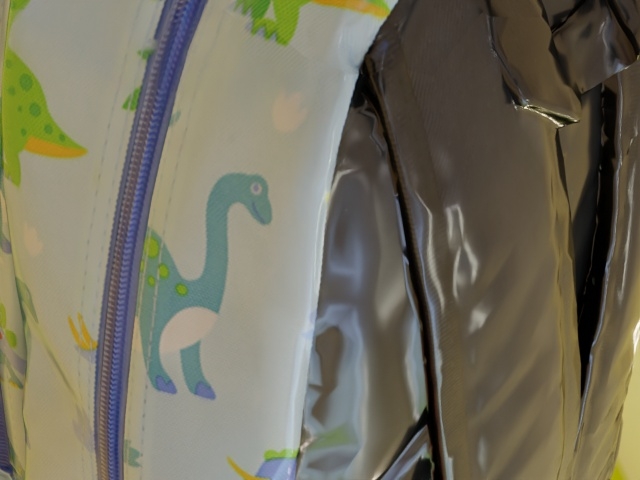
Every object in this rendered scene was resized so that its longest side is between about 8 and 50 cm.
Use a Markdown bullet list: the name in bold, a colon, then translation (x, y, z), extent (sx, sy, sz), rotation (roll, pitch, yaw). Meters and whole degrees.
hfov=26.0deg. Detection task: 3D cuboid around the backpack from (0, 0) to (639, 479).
- **backpack**: translation (0.000, 0.000, 0.468), extent (0.273, 0.290, 0.355), rotation (38, -36, 19)
